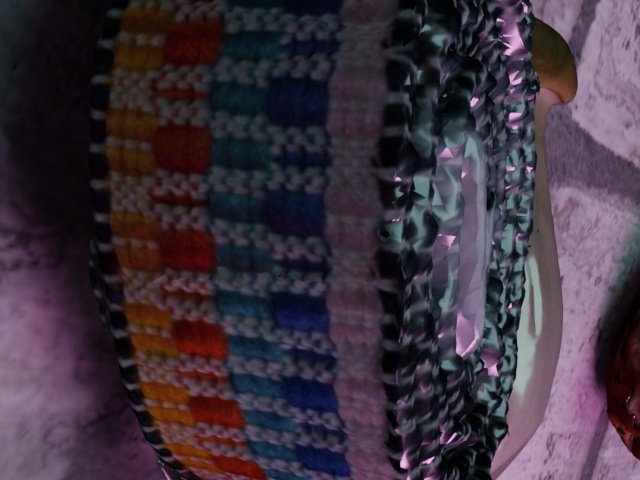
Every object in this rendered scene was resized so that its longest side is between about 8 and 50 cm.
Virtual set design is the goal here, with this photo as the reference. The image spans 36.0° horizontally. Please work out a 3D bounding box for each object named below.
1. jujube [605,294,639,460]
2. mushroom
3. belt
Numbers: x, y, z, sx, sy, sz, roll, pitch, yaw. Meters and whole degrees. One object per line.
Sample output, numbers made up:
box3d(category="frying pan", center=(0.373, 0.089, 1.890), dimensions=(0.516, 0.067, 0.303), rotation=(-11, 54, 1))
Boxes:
box3d(category="jujube", center=(0.387, 0.119, 0.966), dimensions=(0.243, 0.183, 0.183), rotation=(-47, 139, -13))
box3d(category="mushroom", center=(0.086, 0.037, 0.600), dimensions=(0.128, 0.128, 0.350), rotation=(-3, 104, -51))
box3d(category="belt", center=(0.000, 0.000, 0.445), dimensions=(0.207, 0.160, 0.295), rotation=(-55, 146, -49))
